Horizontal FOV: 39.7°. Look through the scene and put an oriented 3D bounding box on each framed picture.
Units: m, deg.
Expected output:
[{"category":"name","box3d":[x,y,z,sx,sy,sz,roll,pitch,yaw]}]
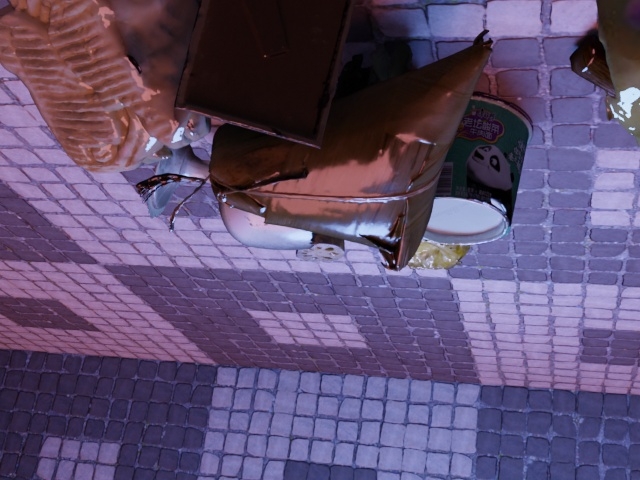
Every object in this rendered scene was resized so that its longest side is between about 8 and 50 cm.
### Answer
[{"category":"framed picture","box3d":[-0.063,-0.281,1.174,0.209,0.281,0.019,16,174,-13]}]

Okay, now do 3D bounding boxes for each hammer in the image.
[{"category":"hammer","box3d":[0.547,-0.200,1.385,0.408,0.095,0.242,22,154,-23]}]

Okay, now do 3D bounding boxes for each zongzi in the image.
[{"category":"zongzi","box3d":[-0.017,-0.166,1.269,0.447,0.181,0.418,12,135,-8]}]

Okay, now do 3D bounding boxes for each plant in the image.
[{"category":"plant","box3d":[0.084,-0.221,1.428,0.131,0.142,0.203,22,142,-11]}]

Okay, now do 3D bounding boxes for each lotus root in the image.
[{"category":"lotus root","box3d":[0.003,0.001,2.054,0.112,0.081,0.122,9,157,-5]}]

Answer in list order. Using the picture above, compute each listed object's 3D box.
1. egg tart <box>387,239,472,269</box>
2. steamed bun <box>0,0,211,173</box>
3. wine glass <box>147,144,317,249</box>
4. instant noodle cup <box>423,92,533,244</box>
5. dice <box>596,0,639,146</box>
[{"category":"egg tart","box3d":[0.215,-0.016,1.901,0.290,0.115,0.290,8,156,4]},{"category":"steamed bun","box3d":[-0.272,-0.287,1.267,0.346,0.237,0.394,30,144,8]},{"category":"wine glass","box3d":[-0.142,-0.103,1.684,0.323,0.238,0.238,18,158,5]},{"category":"instant noodle cup","box3d":[0.243,-0.114,1.557,0.251,0.190,0.251,8,157,3]},{"category":"dice","box3d":[0.479,-0.256,1.063,0.254,0.250,0.252,-5,153,31]}]
